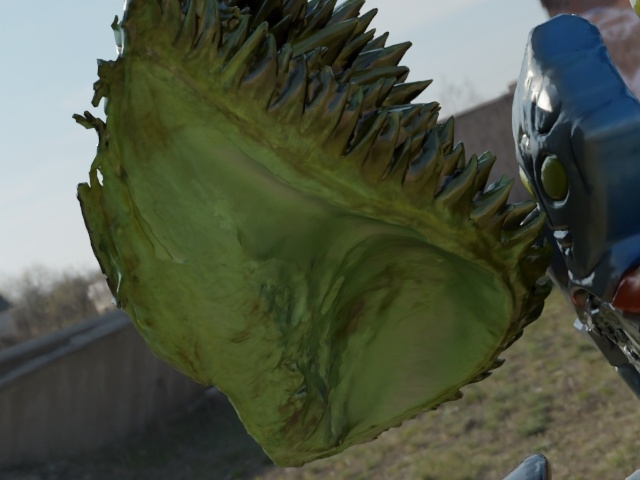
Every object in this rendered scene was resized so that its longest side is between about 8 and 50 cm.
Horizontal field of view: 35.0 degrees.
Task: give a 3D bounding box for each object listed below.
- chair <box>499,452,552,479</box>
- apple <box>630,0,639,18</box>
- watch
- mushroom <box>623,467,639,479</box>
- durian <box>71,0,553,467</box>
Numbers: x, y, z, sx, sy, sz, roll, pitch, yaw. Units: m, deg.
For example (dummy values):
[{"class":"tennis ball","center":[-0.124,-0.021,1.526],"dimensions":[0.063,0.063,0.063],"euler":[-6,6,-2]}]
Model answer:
[{"class":"chair","center":[0.099,0.373,0.856],"dimensions":[0.401,0.227,0.226],"euler":[-32,4,-13]},{"class":"apple","center":[0.386,-0.279,0.997],"dimensions":[0.156,0.197,0.196],"euler":[6,5,7]},{"class":"watch","center":[0.267,-0.034,0.576],"dimensions":[0.274,0.305,0.241],"euler":[-33,4,-2]},{"class":"mushroom","center":[0.312,0.269,0.876],"dimensions":[0.156,0.151,0.285],"euler":[-30,-9,-38]},{"class":"durian","center":[-0.005,-0.008,0.530],"dimensions":[0.198,0.163,0.394],"euler":[-36,-32,2]}]
